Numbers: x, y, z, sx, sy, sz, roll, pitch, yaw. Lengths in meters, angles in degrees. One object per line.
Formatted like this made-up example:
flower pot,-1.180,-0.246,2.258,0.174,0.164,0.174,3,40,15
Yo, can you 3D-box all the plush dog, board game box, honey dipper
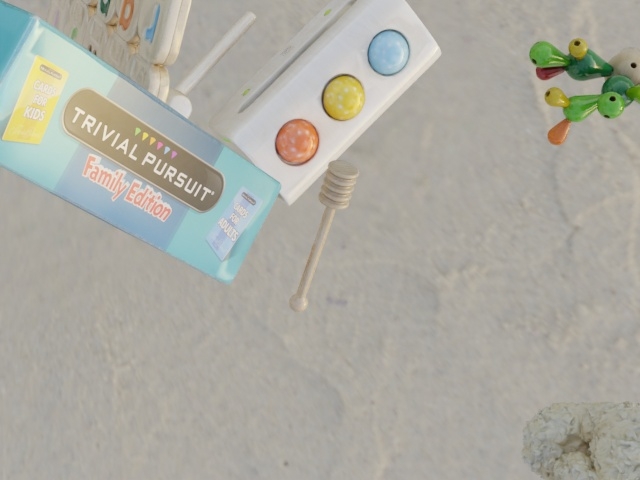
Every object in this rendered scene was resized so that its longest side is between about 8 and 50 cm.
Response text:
plush dog,0.332,0.293,1.528,0.262,0.210,0.225,21,69,3
board game box,-0.223,-0.103,0.900,0.079,0.336,0.254,-62,147,-3
honey dipper,0.000,0.000,1.339,0.030,0.030,0.161,8,121,-16

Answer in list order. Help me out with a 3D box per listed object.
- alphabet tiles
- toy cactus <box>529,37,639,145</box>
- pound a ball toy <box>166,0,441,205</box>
alphabet tiles,-0.175,-0.184,1.193,0.021,0.284,0.278,7,110,-29
toy cactus,0.332,-0.160,1.581,0.219,0.180,0.112,21,120,9
pound a ball toy,-0.029,-0.192,1.748,0.319,0.136,0.208,-45,117,-8
